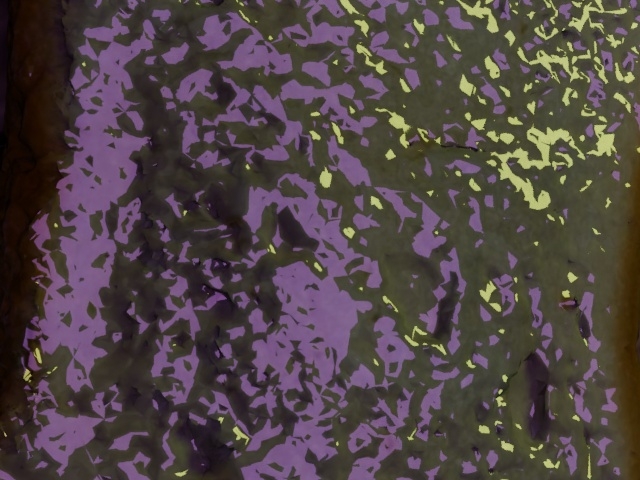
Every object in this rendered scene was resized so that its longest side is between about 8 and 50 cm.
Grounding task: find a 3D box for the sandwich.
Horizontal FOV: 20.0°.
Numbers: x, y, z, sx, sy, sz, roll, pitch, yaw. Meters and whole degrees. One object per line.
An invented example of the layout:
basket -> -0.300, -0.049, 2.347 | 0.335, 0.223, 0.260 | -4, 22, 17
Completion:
sandwich -> 0.000, 0.000, 0.560 | 0.226, 0.087, 0.251 | 7, 83, -12
